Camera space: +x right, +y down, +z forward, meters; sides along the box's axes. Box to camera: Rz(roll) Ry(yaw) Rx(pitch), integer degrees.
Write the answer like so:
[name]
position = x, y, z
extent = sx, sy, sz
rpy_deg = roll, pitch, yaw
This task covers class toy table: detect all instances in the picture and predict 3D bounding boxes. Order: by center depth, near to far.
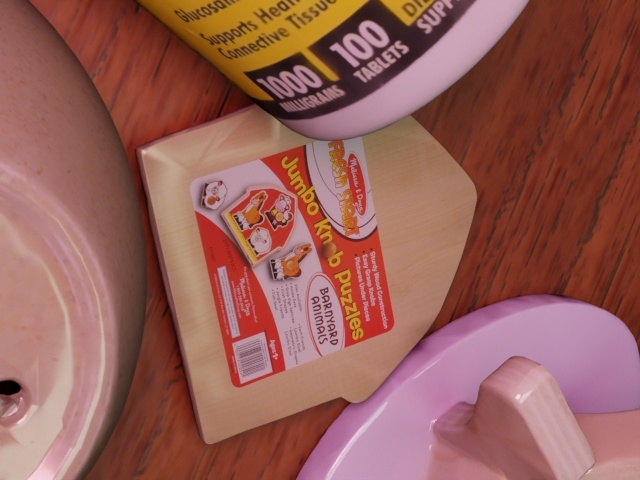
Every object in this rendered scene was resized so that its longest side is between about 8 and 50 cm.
[toy table]
position = 0.121, 0.156, 0.885
extent = 0.274, 0.161, 0.252
rpy_deg = -49, 119, -12

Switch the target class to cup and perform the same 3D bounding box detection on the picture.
[cup]
position = -0.203, 0.024, 0.633
extent = 0.331, 0.237, 0.331
rpy_deg = -7, 106, -27

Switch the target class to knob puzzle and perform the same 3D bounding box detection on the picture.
[knob puzzle]
position = 0.000, 0.000, 0.857
extent = 0.213, 0.030, 0.213
rpy_deg = -6, 104, -27

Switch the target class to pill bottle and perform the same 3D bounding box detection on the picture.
[pill bottle]
position = -0.060, -0.209, 0.684
extent = 0.334, 0.188, 0.188
rpy_deg = 38, 82, -29
